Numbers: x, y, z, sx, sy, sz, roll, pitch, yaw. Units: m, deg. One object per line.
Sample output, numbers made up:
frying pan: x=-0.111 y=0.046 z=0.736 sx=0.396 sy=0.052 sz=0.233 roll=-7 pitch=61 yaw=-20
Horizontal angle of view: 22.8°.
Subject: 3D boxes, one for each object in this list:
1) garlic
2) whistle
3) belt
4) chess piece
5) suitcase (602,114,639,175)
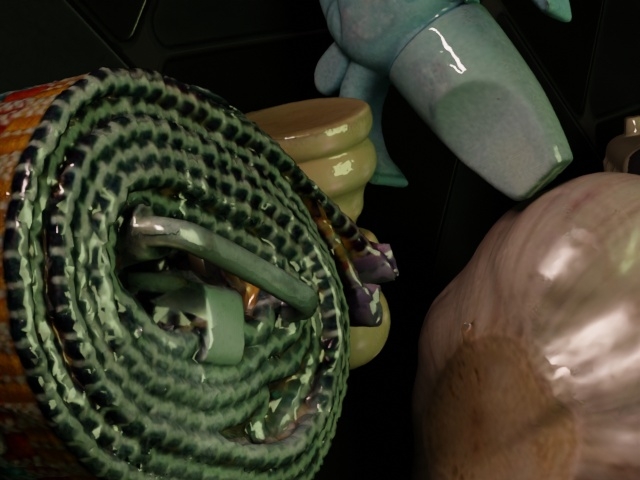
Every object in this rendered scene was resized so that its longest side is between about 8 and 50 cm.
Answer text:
garlic: x=0.203 y=0.111 z=1.084 sx=0.259 sy=0.317 sz=0.317 roll=1 pitch=83 yaw=-49
whistle: x=0.068 y=-0.143 z=1.056 sx=0.093 sy=0.186 sz=0.274 roll=-11 pitch=60 yaw=-55
belt: x=-0.086 y=0.036 z=0.793 sx=0.295 sy=0.161 sz=0.206 roll=36 pitch=55 yaw=-47
chess piece: x=0.000 y=0.000 z=1.005 sx=0.094 sy=0.094 sz=0.170 roll=-39 pitch=124 yaw=-52
suitcase: x=0.335 y=0.057 z=1.346 sx=0.351 sy=0.194 sz=0.339 roll=-41 pitch=121 yaw=-80
